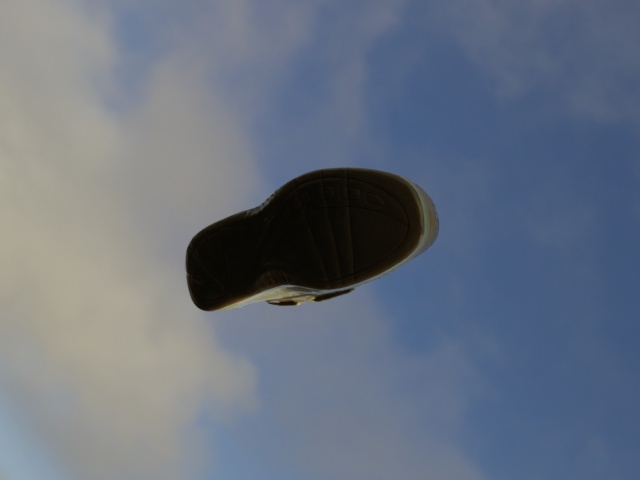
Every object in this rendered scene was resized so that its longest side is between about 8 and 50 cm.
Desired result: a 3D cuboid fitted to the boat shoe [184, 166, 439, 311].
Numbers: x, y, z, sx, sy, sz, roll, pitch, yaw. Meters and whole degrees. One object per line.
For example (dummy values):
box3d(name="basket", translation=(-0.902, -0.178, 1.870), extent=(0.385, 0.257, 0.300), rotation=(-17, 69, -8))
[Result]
box3d(name="boat shoe", translation=(0.000, 0.000, 0.520), extent=(0.135, 0.045, 0.050), rotation=(-12, -98, 44))
